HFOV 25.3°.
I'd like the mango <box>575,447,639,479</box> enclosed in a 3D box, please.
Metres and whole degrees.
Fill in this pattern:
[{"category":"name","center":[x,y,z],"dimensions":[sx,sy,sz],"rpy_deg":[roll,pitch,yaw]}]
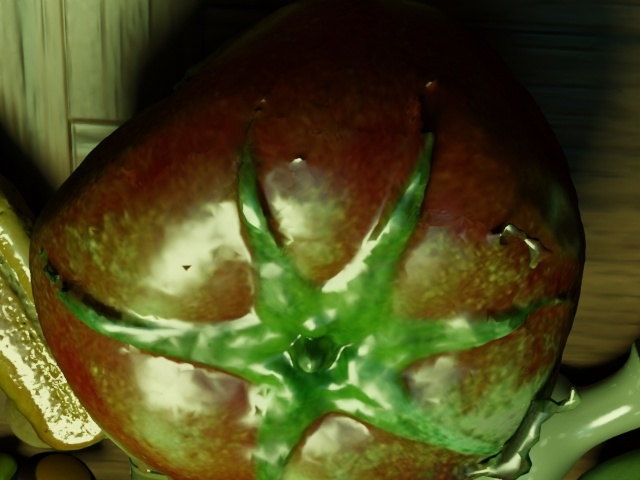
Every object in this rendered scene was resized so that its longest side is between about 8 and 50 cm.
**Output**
[{"category":"mango","center":[0.266,0.192,1.009],"dimensions":[0.195,0.091,0.130],"rpy_deg":[5,138,-15]}]

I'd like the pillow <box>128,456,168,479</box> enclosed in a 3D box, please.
[{"category":"pillow","center":[-0.039,0.192,1.041],"dimensions":[0.208,0.052,0.212],"rpy_deg":[3,122,4]}]

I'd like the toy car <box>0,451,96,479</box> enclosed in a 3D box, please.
[{"category":"toy car","center":[-0.198,0.272,1.019],"dimensions":[0.248,0.142,0.200],"rpy_deg":[29,128,4]}]

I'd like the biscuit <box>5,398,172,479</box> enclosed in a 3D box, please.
[{"category":"biscuit","center":[-0.052,0.114,0.959],"dimensions":[0.320,0.047,0.183],"rpy_deg":[9,97,3]}]

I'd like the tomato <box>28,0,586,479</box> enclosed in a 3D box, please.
[{"category":"tomato","center":[0.000,0.000,0.799],"dimensions":[0.304,0.239,0.303],"rpy_deg":[0,122,0]}]

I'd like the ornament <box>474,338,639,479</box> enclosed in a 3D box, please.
[{"category":"ornament","center":[0.165,0.128,0.989],"dimensions":[0.156,0.081,0.075],"rpy_deg":[-30,159,18]}]

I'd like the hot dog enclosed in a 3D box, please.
[{"category":"hot dog","center":[-0.207,0.003,0.887],"dimensions":[0.088,0.061,0.285],"rpy_deg":[-20,109,13]}]
